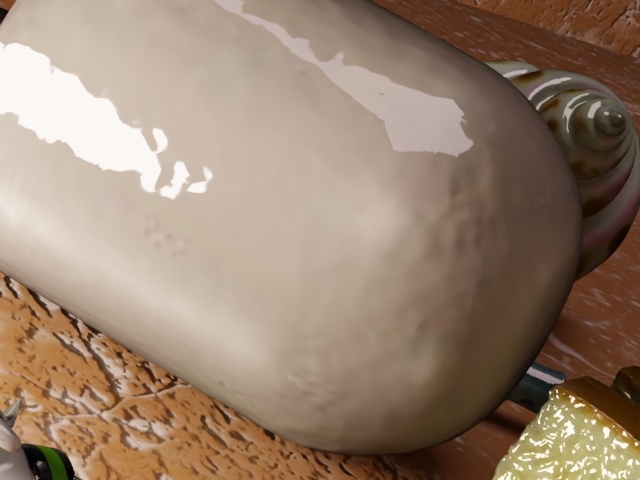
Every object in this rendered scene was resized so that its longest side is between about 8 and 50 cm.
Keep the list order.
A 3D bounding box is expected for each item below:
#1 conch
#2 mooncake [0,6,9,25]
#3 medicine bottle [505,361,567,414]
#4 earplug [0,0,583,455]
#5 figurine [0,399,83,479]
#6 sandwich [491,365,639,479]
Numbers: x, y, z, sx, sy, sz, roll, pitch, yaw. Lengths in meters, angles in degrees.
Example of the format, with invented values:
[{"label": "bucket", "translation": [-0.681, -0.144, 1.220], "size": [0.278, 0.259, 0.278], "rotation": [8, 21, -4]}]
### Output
[{"label": "conch", "translation": [0.190, -0.072, 1.558], "size": [0.197, 0.368, 0.249], "rotation": [-19, 80, -45]}, {"label": "mooncake", "translation": [-0.294, -0.131, 1.419], "size": [0.245, 0.133, 0.245], "rotation": [20, 11, -4]}, {"label": "medicine bottle", "translation": [0.097, 0.084, 1.310], "size": [0.208, 0.090, 0.053], "rotation": [24, 61, 6]}, {"label": "earplug", "translation": [-0.016, -0.023, 1.147], "size": [0.394, 0.312, 0.313], "rotation": [31, 20, 18]}, {"label": "figurine", "translation": [-0.172, 0.143, 0.788], "size": [0.192, 0.126, 0.147], "rotation": [24, -5, -34]}, {"label": "sandwich", "translation": [0.227, 0.168, 1.125], "size": [0.128, 0.122, 0.236], "rotation": [38, 22, 31]}]
